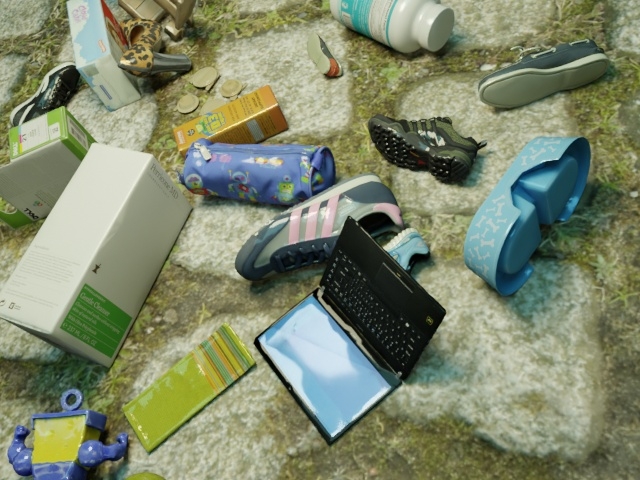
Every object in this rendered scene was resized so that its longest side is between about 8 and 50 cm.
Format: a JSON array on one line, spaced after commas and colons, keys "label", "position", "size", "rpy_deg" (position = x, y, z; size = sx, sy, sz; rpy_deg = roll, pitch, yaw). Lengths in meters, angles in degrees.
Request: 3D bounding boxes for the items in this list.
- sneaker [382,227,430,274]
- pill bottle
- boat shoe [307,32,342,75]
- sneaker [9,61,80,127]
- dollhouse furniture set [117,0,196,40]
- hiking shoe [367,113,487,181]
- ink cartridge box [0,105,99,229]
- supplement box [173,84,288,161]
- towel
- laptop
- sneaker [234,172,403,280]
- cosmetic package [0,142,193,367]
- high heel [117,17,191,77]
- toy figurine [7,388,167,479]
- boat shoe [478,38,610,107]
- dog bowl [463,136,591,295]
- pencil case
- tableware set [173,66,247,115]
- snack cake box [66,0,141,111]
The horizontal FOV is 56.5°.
[{"label": "sneaker", "position": [0.123, 0.049, 1.039], "size": [0.162, 0.063, 0.073], "rpy_deg": [-38, 65, -5]}, {"label": "pill bottle", "position": [0.157, -0.502, 1.292], "size": [0.264, 0.146, 0.146], "rpy_deg": [36, 75, 29]}, {"label": "boat shoe", "position": [0.008, -0.421, 1.349], "size": [0.043, 0.049, 0.137], "rpy_deg": [2, 47, -33]}, {"label": "sneaker", "position": [-0.649, -0.330, 1.465], "size": [0.121, 0.079, 0.217], "rpy_deg": [40, 86, 27]}, {"label": "dollhouse furniture set", "position": [-0.402, -0.676, 1.417], "size": [0.303, 0.355, 0.174], "rpy_deg": [40, 75, -10]}, {"label": "hiking shoe", "position": [0.202, -0.196, 1.156], "size": [0.227, 0.086, 0.114], "rpy_deg": [30, 59, 22]}, {"label": "ink cartridge box", "position": [-0.607, -0.149, 1.276], "size": [0.255, 0.189, 0.097], "rpy_deg": [-22, 59, 3]}, {"label": "supplement box", "position": [-0.194, -0.240, 1.281], "size": [0.233, 0.080, 0.078], "rpy_deg": [-27, 55, 3]}, {"label": "towel", "position": [-0.231, 0.253, 1.044], "size": [0.237, 0.021, 0.102], "rpy_deg": [-39, 58, -8]}, {"label": "laptop", "position": [0.033, 0.141, 0.962], "size": [0.136, 0.264, 0.234], "rpy_deg": [-17, 52, -39]}, {"label": "sneaker", "position": [0.000, 0.000, 1.070], "size": [0.319, 0.112, 0.131], "rpy_deg": [-32, 55, -2]}, {"label": "cosmetic package", "position": [-0.415, 0.023, 1.124], "size": [0.155, 0.197, 0.365], "rpy_deg": [14, 67, 22]}, {"label": "high heel", "position": [-0.459, -0.475, 1.430], "size": [0.261, 0.093, 0.186], "rpy_deg": [38, 35, 25]}, {"label": "toy figurine", "position": [-0.403, 0.334, 0.955], "size": [0.362, 0.191, 0.217], "rpy_deg": [-9, 54, 9]}, {"label": "boat shoe", "position": [0.422, -0.331, 1.152], "size": [0.254, 0.095, 0.079], "rpy_deg": [-17, 60, 4]}, {"label": "dog bowl", "position": [0.339, -0.050, 0.982], "size": [0.074, 0.166, 0.297], "rpy_deg": [26, 70, 38]}, {"label": "pencil case", "position": [-0.125, -0.138, 1.172], "size": [0.306, 0.133, 0.119], "rpy_deg": [7, 61, 18]}, {"label": "tableware set", "position": [-0.259, -0.341, 1.391], "size": [0.169, 0.020, 0.141], "rpy_deg": [24, 68, 27]}, {"label": "snack cake box", "position": [-0.533, -0.467, 1.459], "size": [0.089, 0.152, 0.264], "rpy_deg": [-23, 57, 2]}]
